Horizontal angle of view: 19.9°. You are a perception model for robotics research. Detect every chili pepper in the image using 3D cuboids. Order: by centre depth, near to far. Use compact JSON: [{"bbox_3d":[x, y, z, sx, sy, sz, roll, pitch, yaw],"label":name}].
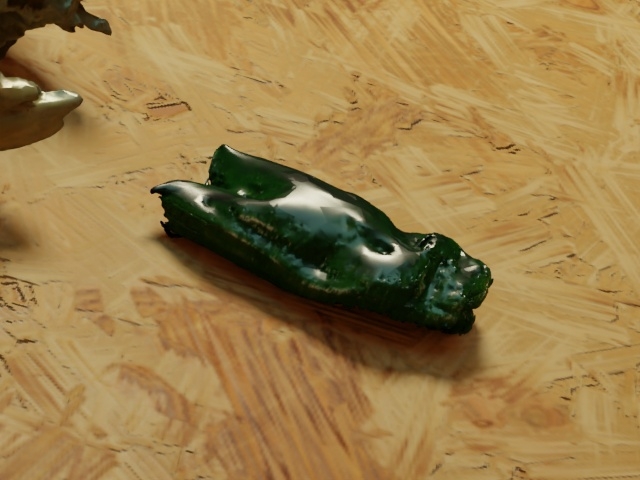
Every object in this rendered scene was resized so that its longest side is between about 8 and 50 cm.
[{"bbox_3d":[0.001,-0.002,1.175,0.224,0.061,0.098,25,41,4],"label":"chili pepper"}]

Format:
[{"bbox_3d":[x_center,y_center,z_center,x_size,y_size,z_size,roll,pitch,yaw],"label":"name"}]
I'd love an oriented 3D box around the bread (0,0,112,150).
[{"bbox_3d":[-0.277,-0.196,1.203,0.314,0.191,0.370,-6,54,-41],"label":"bread"}]
